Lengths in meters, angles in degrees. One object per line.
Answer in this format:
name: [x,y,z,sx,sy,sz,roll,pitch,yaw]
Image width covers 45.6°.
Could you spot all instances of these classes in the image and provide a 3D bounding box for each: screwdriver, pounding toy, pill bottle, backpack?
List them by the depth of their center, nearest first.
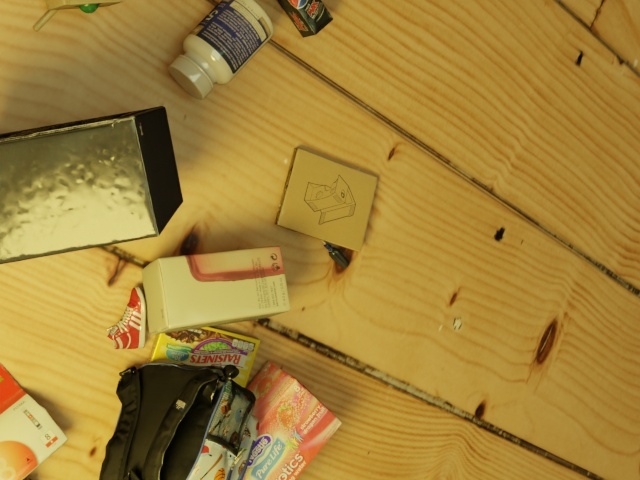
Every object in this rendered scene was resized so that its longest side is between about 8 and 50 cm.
pounding toy: [-0.414,-0.431,1.273,0.130,0.100,0.141,-18,108,-39]
backpack: [-0.252,0.362,1.329,0.213,0.277,0.263,50,48,-35]
pill bottle: [-0.183,-0.350,1.381,0.112,0.112,0.186,46,75,-24]
screwdriver: [0.000,0.000,1.573,0.170,0.024,0.025,42,49,-23]

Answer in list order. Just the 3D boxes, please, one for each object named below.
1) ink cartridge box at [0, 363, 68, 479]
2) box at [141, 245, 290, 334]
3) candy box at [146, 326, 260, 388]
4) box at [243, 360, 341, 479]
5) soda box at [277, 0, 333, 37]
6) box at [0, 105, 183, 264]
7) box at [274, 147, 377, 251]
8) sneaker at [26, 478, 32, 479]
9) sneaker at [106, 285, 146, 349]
ink cartridge box: [-0.541,0.318,1.288,0.145,0.045,0.179,-42,104,-33]
box: [-0.194,0.091,1.400,0.233,0.149,0.126,-5,81,-27]
candy box: [-0.225,0.218,1.482,0.206,0.027,0.105,18,90,-27]
box: [-0.126,0.408,1.493,0.300,0.142,0.154,-48,114,-14]
soda box: [-0.051,-0.475,1.461,0.053,0.060,0.169,-45,114,-14]
box: [-0.382,-0.089,1.158,0.294,0.296,0.182,-11,103,0]
box: [0.015,-0.082,1.560,0.201,0.021,0.164,18,81,-27]
sneaker: [-0.576,0.462,1.308,0.228,0.087,0.130,20,65,-12]
sneaker: [-0.357,0.145,1.396,0.067,0.042,0.118,-5,101,-30]
